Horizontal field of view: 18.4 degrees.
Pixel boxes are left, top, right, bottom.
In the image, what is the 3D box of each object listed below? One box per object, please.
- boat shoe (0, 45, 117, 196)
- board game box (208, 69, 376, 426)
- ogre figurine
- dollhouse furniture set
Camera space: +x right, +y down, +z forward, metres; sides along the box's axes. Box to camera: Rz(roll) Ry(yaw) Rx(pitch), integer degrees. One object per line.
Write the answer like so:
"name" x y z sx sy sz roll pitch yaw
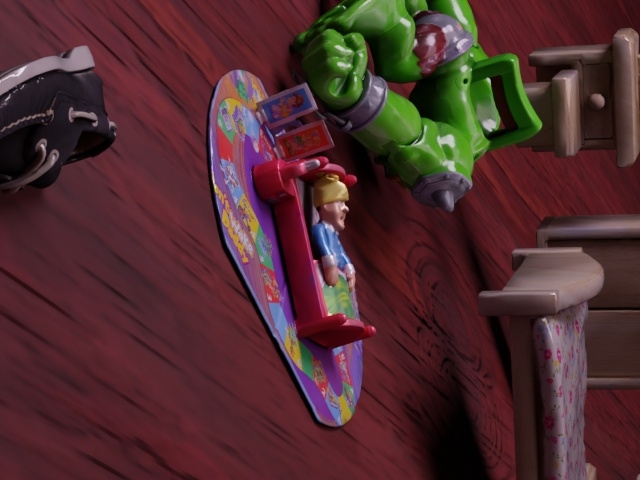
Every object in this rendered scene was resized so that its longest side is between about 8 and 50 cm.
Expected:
"boat shoe" -0.093 -0.034 0.617 0.125 0.046 0.038 -58 124 -79
"board game box" 0.000 0.000 0.895 0.133 0.033 0.169 -80 148 -57
"ogre figurine" 0.052 -0.088 1.042 0.118 0.097 0.197 56 9 -14
"dollhouse furniture set" 0.186 0.051 1.068 0.355 0.173 0.303 -40 127 -73
